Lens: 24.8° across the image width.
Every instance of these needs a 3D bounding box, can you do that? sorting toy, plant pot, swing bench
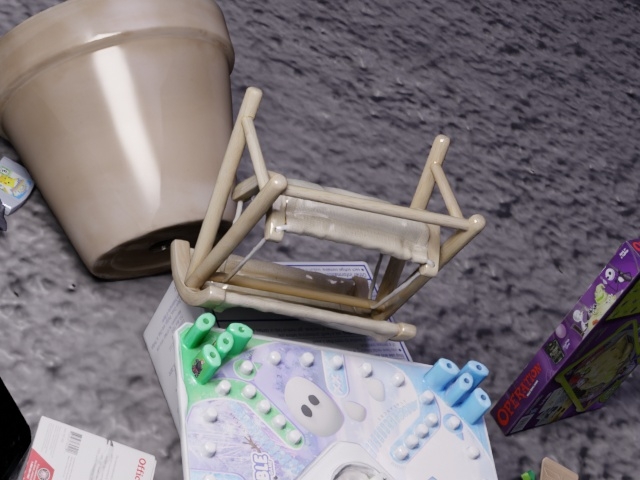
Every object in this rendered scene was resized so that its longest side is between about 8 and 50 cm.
[{"bbox_3d":[0.301,0.317,1.916,0.083,0.012,0.062,30,44,-10],"label":"sorting toy"},{"bbox_3d":[-0.232,-0.114,1.802,0.323,0.323,0.280,-7,71,-39],"label":"plant pot"},{"bbox_3d":[0.000,0.000,1.604,0.253,0.254,0.165,11,38,-24],"label":"swing bench"}]

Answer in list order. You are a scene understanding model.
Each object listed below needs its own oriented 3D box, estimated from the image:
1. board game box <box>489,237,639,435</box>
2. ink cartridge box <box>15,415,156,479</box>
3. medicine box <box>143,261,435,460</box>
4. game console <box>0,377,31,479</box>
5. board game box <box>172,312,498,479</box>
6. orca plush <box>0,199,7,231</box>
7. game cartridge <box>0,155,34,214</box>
[{"bbox_3d":[0.384,0.119,1.911,0.208,0.347,0.056,-4,50,-37],"label":"board game box"},{"bbox_3d":[-0.255,0.261,1.561,0.135,0.056,0.099,23,41,-14],"label":"ink cartridge box"},{"bbox_3d":[-0.032,0.176,1.726,0.263,0.149,0.289,1,50,-33],"label":"medicine box"},{"bbox_3d":[-0.405,0.264,1.377,0.044,0.213,0.361,11,53,24],"label":"game console"},{"bbox_3d":[0.044,0.270,1.538,0.390,0.050,0.390,12,49,-26],"label":"board game box"},{"bbox_3d":[-0.477,-0.003,1.649,0.102,0.151,0.287,9,38,19],"label":"orca plush"},{"bbox_3d":[-0.393,-0.069,1.836,0.056,0.017,0.083,32,39,-8],"label":"game cartridge"}]
